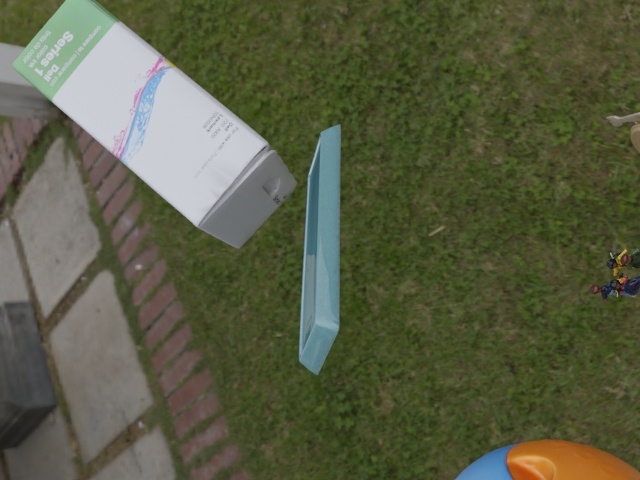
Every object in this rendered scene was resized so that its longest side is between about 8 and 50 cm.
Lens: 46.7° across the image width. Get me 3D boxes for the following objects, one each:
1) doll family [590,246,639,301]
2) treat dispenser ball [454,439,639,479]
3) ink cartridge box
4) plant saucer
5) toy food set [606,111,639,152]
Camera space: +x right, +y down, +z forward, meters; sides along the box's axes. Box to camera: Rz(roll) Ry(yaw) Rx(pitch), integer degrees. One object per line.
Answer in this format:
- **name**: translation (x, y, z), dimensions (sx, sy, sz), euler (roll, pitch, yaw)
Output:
- **doll family**: translation (0.715, 0.083, 1.752), dimensions (0.076, 0.112, 0.192), euler (-106, 17, -56)
- **treat dispenser ball**: translation (0.253, 0.361, 0.792), dimensions (0.288, 0.288, 0.288), euler (0, 90, 44)
- **ink cartridge box**: translation (-0.177, -0.127, 0.855), dimensions (0.278, 0.201, 0.117), euler (40, 89, 10)
- **plant saucer**: translation (0.000, 0.000, 0.552), dimensions (0.067, 0.018, 0.192), euler (110, 166, -50)
- **toy food set**: translation (0.686, -0.200, 1.507), dimensions (0.038, 0.192, 0.132), euler (-48, 11, -7)
